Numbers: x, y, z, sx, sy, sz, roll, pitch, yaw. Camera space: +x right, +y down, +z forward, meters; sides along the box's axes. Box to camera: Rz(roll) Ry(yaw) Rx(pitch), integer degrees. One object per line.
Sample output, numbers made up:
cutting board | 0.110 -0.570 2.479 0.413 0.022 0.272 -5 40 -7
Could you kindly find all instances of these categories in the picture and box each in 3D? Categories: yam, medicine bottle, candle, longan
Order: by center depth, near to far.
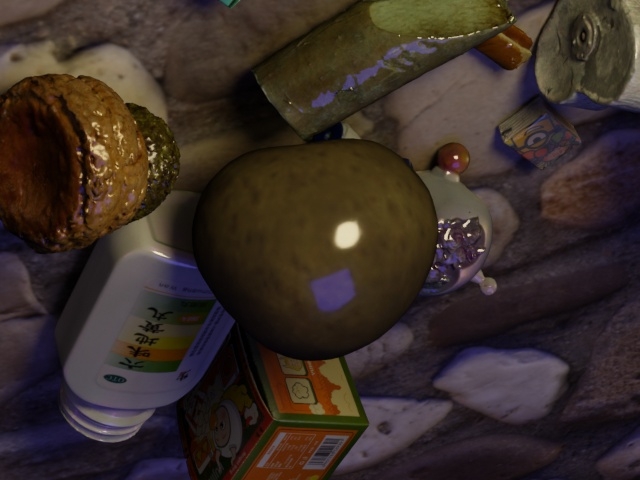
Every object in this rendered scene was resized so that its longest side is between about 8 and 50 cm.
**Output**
yam | 0.062 -0.195 1.584 0.259 0.106 0.106 -30 141 12
longan | 0.000 0.000 1.613 0.246 0.246 0.215 -2 168 -22
candle | 0.300 -0.215 1.642 0.068 0.192 0.168 3 93 -26
medicine bottle | -0.198 0.092 1.800 0.179 0.124 0.324 5 137 -31

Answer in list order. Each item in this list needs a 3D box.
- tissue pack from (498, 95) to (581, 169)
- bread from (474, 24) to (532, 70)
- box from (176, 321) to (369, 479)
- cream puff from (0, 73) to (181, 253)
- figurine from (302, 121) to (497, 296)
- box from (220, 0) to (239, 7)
tissue pack | 0.250 -0.122 1.812 0.063 0.035 0.083 -36 141 19
bread | 0.187 -0.212 1.673 0.047 0.036 0.083 -38 137 26
box | -0.066 0.213 1.957 0.148 0.177 0.195 6 135 -31
cream puff | -0.223 -0.081 1.570 0.169 0.183 0.183 -13 148 -49
figurine | 0.093 -0.040 1.775 0.194 0.133 0.274 -31 129 -4
box | -0.099 -0.318 1.410 0.161 0.042 0.226 -36 139 21
